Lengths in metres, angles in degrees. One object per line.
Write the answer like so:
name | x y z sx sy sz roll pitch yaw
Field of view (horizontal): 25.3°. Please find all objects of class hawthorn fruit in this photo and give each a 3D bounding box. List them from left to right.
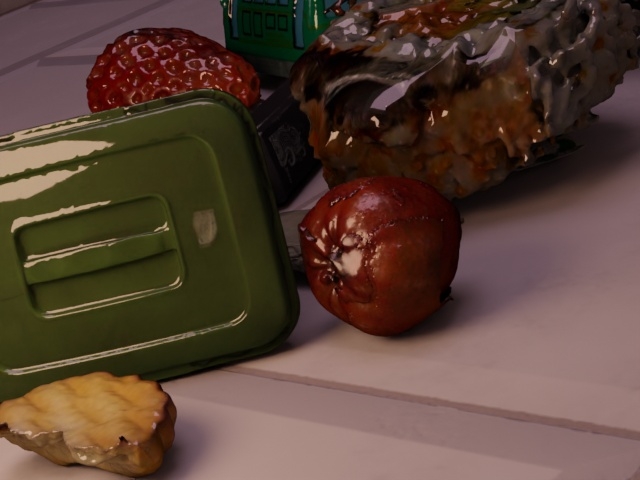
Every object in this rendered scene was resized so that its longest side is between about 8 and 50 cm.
hawthorn fruit | 0.068 0.008 1.290 0.172 0.148 0.148 -16 16 -40

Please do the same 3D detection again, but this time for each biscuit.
biscuit | -0.187 0.157 1.184 0.183 0.061 0.118 2 24 35

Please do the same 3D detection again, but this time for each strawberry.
strawberry | -0.240 -0.257 2.200 0.253 0.150 0.280 -18 18 -16

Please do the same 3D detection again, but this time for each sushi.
sushi | 0.168 -0.192 1.591 0.418 0.175 0.417 -16 24 7

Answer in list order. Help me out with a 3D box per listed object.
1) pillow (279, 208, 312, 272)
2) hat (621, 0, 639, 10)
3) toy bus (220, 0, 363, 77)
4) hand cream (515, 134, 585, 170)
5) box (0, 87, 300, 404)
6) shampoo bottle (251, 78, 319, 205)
pillow | 0.000 0.000 1.489 0.230 0.050 0.148 5 19 41
hat | 0.447 -0.434 1.966 0.382 0.257 0.366 -38 6 -25
toy bus | -0.019 -0.354 2.218 0.184 0.199 0.343 -16 18 -29
hand cream | 0.222 -0.139 1.692 0.095 0.059 0.276 -18 25 -5
box | -0.191 0.003 1.357 0.329 0.252 0.178 -12 7 6
shampoo bottle | -0.058 -0.111 1.745 0.071 0.098 0.309 -9 21 25
